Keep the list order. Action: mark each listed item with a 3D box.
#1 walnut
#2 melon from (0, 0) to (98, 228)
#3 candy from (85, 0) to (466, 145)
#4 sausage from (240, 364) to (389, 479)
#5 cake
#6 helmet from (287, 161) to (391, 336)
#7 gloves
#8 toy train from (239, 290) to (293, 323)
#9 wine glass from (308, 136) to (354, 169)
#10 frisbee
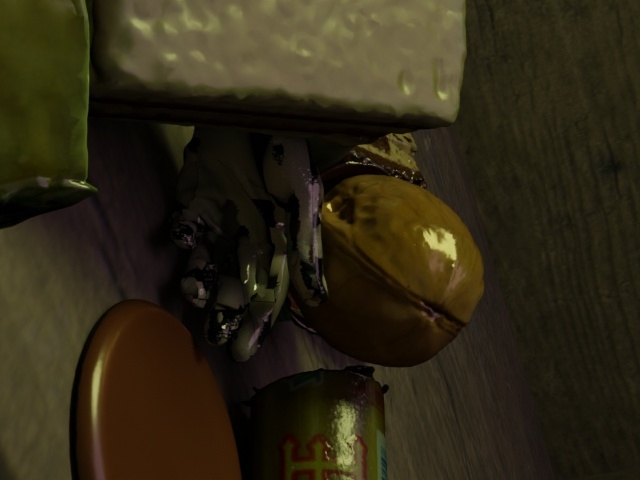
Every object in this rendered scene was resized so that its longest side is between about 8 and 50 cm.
[{"bbox_3d":[0.051,0.024,0.977,0.207,0.159,0.159,44,-19,55],"label":"walnut"},{"bbox_3d":[-0.200,-0.164,0.382,0.331,0.226,0.343,-90,178,-79],"label":"melon"},{"bbox_3d":[-0.045,-0.168,0.792,0.321,0.135,0.179,0,87,-39],"label":"candy"},{"bbox_3d":[-0.007,0.259,0.901,0.117,0.125,0.317,59,26,-51],"label":"sausage"},{"bbox_3d":[0.004,-0.099,1.410,0.246,0.135,0.112,18,42,-40],"label":"cake"},{"bbox_3d":[0.000,0.000,1.122,0.155,0.106,0.175,15,93,-33],"label":"helmet"},{"bbox_3d":[-0.060,-0.009,0.920,0.111,0.128,0.212,-175,-91,-79],"label":"gloves"},{"bbox_3d":[-0.061,0.037,1.006,0.038,0.056,0.093,-108,177,-61],"label":"toy train"},{"bbox_3d":[-0.008,-0.116,1.040,0.231,0.103,0.103,170,-94,-73],"label":"wine glass"},{"bbox_3d":[-0.106,0.163,0.797,0.251,0.021,0.250,-14,90,-74],"label":"frisbee"}]
